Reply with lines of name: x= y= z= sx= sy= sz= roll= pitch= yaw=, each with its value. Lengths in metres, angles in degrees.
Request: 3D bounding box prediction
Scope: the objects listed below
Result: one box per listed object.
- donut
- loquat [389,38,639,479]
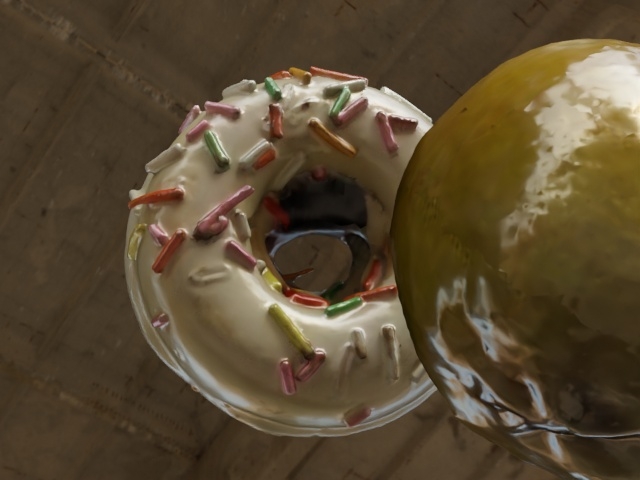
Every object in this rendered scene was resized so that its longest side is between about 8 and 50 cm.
donut: x=0.000 y=0.000 z=0.734 sx=0.382 sy=0.142 sz=0.383 roll=3 pitch=-107 yaw=-11
loquat: x=0.167 y=0.010 z=0.490 sx=0.276 sy=0.284 sz=0.276 roll=13 pitch=-49 yaw=16
